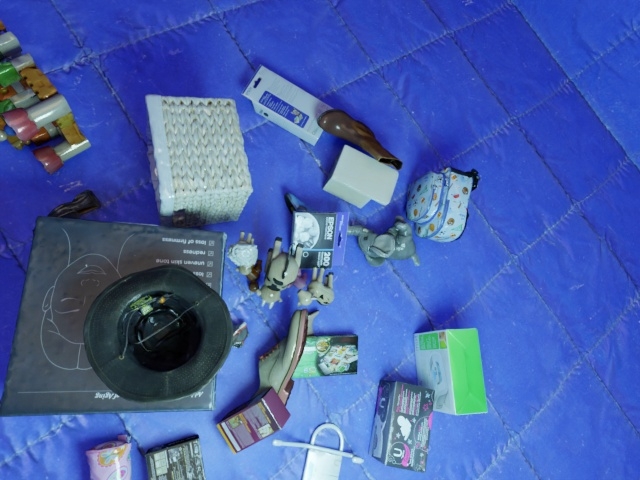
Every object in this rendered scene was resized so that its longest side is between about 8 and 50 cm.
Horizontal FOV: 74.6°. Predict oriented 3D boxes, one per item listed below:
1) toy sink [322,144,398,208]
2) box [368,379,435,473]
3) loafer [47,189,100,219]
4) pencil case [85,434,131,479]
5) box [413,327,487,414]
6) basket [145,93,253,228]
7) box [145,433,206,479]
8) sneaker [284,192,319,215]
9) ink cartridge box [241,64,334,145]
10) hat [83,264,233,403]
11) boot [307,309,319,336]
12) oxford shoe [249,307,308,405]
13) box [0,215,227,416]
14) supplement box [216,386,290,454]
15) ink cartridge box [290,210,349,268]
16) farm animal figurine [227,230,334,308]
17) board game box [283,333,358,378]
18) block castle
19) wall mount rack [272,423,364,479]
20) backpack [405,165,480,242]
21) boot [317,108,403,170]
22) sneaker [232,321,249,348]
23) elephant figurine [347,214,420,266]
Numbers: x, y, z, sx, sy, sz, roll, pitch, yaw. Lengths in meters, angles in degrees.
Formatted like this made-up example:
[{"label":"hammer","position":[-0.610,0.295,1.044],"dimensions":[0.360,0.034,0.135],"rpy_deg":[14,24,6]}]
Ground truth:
[{"label":"toy sink","position":[0.150,-0.224,1.585],"dimensions":[0.234,0.131,0.153],"rpy_deg":[24,70,-9]},{"label":"box","position":[0.260,0.596,1.371],"dimensions":[0.141,0.163,0.248],"rpy_deg":[16,71,-8]},{"label":"loafer","position":[-0.771,-0.088,1.304],"dimensions":[0.170,0.062,0.061],"rpy_deg":[-42,94,-21]},{"label":"pencil case","position":[-0.556,0.683,1.124],"dimensions":[0.124,0.124,0.285],"rpy_deg":[-6,76,-18]},{"label":"box","position":[0.434,0.440,1.431],"dimensions":[0.126,0.231,0.262],"rpy_deg":[3,74,-17]},{"label":"basket","position":[-0.394,-0.235,1.322],"dimensions":[0.266,0.328,0.332],"rpy_deg":[-9,77,-23]},{"label":"box","position":[-0.404,0.670,1.192],"dimensions":[0.147,0.077,0.180],"rpy_deg":[-10,78,-20]},{"label":"sneaker","position":[-0.048,-0.096,1.520],"dimensions":[0.082,0.069,0.209],"rpy_deg":[-38,93,-18]},{"label":"ink cartridge box","position":[-0.126,-0.520,1.620],"dimensions":[0.332,0.065,0.166],"rpy_deg":[30,69,-9]},{"label":"hat","position":[-0.368,0.229,0.986],"dimensions":[0.330,0.134,0.332],"rpy_deg":[5,57,-8]},{"label":"boot","position":[-0.041,0.298,1.432],"dimensions":[0.118,0.042,0.087],"rpy_deg":[-22,89,-20]},{"label":"oxford shoe","position":[-0.128,0.367,1.298],"dimensions":[0.130,0.123,0.349],"rpy_deg":[18,90,7]},{"label":"box","position":[-0.524,0.217,1.166],"dimensions":[0.478,0.297,0.473],"rpy_deg":[5,72,-16]},{"label":"supplement box","position":[-0.197,0.532,1.241],"dimensions":[0.188,0.081,0.104],"rpy_deg":[-34,86,18]},{"label":"ink cartridge box","position":[0.000,0.000,1.470],"dimensions":[0.208,0.045,0.207],"rpy_deg":[0,108,-18]},{"label":"farm animal figurine","position":[-0.114,0.125,1.313],"dimensions":[0.329,0.327,0.173],"rpy_deg":[9,64,2]},{"label":"board game box","position":[0.001,0.386,1.406],"dimensions":[0.259,0.030,0.136],"rpy_deg":[2,92,-17]},{"label":"block castle","position":[-0.919,-0.433,1.225],"dimensions":[0.212,0.303,0.453],"rpy_deg":[-39,88,-22]},{"label":"wall mount rack","position":[-0.036,0.732,1.260],"dimensions":[0.303,0.130,0.351],"rpy_deg":[17,70,-12]},{"label":"backpack","position":[0.448,-0.127,1.589],"dimensions":[0.212,0.276,0.264],"rpy_deg":[5,80,-11]},{"label":"boot","position":[0.142,-0.360,1.550],"dimensions":[0.264,0.096,0.281],"rpy_deg":[14,33,-44]},{"label":"sneaker","position":[-0.261,0.310,1.311],"dimensions":[0.061,0.158,0.065],"rpy_deg":[-25,96,22]},{"label":"elephant figurine","position":[0.215,0.017,1.544],"dimensions":[0.239,0.186,0.170],"rpy_deg":[-19,124,-10]}]
